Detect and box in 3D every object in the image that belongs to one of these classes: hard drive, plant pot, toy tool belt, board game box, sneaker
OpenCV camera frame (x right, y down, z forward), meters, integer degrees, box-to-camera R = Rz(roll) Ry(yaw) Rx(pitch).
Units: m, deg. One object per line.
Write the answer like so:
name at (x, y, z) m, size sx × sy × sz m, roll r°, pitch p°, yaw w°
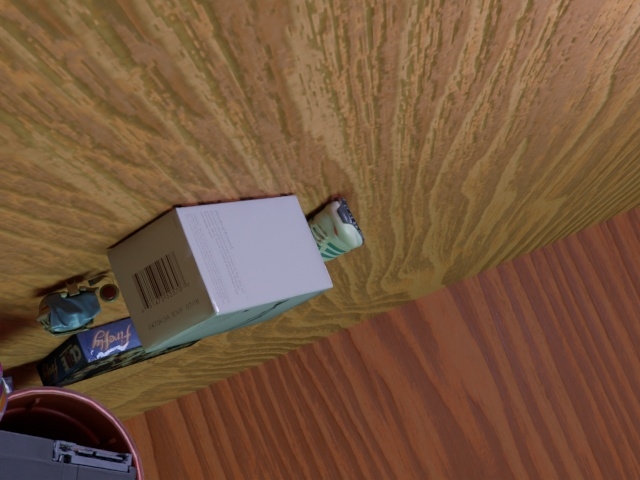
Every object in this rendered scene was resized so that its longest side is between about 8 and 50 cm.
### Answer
hard drive at (-0.399, 0.241, 1.083) m, size 0.339 × 0.064 × 0.237 m, roll -5°, pitch 162°, yaw 24°
plant pot at (-0.424, 0.363, 1.441) m, size 0.272 × 0.272 × 0.265 m, roll -16°, pitch 172°, yaw -36°
toy tool belt at (-0.238, 0.063, 1.009) m, size 0.083 × 0.052 × 0.051 m, roll -21°, pitch 179°, yaw -13°
board game box at (-0.253, 0.139, 1.432) m, size 0.243 × 0.042 × 0.165 m, roll -15°, pitch 168°, yaw -38°
sneaker at (0.000, 0.000, 1.185) m, size 0.075 × 0.057 × 0.161 m, roll -27°, pitch 175°, yaw -11°

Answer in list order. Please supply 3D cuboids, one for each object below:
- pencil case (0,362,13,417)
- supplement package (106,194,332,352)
pencil case at (-0.378, 0.158, 1.074) m, size 0.104 × 0.104 × 0.236 m, roll -20°, pitch 170°, yaw -17°
supplement package at (-0.092, 0.028, 0.982) m, size 0.105 × 0.105 × 0.179 m, roll -30°, pitch 169°, yaw 35°
